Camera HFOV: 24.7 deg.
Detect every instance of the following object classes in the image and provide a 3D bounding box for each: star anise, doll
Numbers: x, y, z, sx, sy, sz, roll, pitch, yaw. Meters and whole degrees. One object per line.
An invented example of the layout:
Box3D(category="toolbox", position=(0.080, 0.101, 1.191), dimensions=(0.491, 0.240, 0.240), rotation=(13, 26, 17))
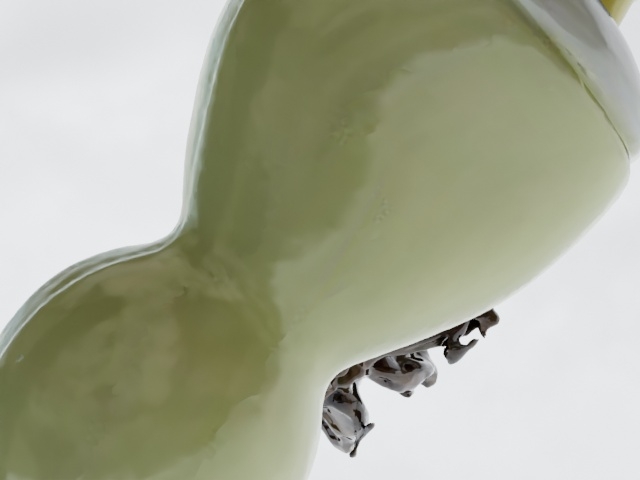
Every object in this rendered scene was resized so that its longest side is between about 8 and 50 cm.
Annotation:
Box3D(category="star anise", position=(-0.023, 0.070, 0.661), dimensions=(0.234, 0.177, 0.073), rotation=(-47, -126, 4))
Box3D(category="doll", position=(-0.007, -0.004, 0.446), dimensions=(0.296, 0.141, 0.117), rotation=(-45, -142, -3))
